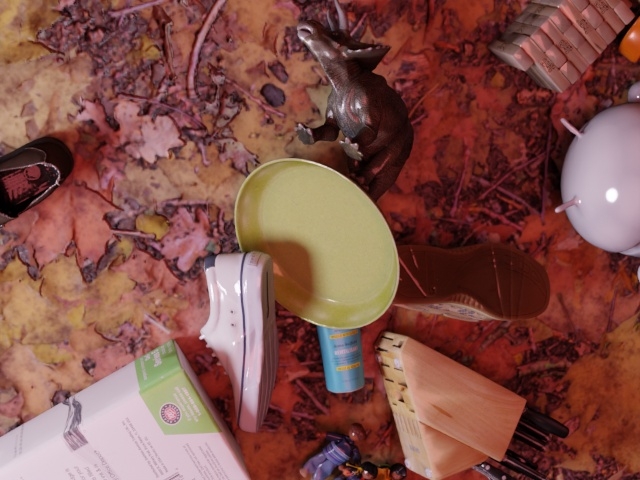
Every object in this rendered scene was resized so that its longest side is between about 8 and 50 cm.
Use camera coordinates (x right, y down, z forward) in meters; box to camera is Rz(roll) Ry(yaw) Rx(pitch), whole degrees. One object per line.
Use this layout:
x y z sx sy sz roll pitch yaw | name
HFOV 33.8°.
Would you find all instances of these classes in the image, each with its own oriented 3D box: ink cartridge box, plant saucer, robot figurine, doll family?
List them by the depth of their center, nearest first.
0.000 0.000 1.325 0.037 0.241 0.241 -42 120 -47 | plant saucer
-0.258 0.289 1.373 0.273 0.115 0.198 -29 110 -4 | ink cartridge box
0.471 -0.070 1.401 0.353 0.200 0.300 9 65 -16 | robot figurine
0.063 0.335 1.485 0.193 0.076 0.111 35 115 -25 | doll family

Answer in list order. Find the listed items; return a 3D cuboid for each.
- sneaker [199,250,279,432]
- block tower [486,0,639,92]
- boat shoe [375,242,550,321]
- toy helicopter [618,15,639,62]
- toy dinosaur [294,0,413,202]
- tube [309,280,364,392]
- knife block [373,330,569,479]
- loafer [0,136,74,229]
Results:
-0.109 0.130 1.389 0.091 0.094 0.258 6 110 14 | sneaker
0.372 -0.336 1.356 0.335 0.091 0.097 -46 110 3 | block tower
0.183 0.054 1.431 0.285 0.089 0.104 10 78 -26 | boat shoe
0.536 -0.341 1.297 0.140 0.355 0.235 40 57 11 | toy helicopter
0.066 -0.134 1.322 0.160 0.121 0.313 -51 127 -27 | toy dinosaur
0.022 0.100 1.426 0.080 0.052 0.207 -13 103 -23 | tube
0.225 0.227 1.482 0.242 0.088 0.276 -19 98 -21 | knife block
-0.397 -0.050 1.258 0.220 0.078 0.080 -35 111 -2 | loafer
